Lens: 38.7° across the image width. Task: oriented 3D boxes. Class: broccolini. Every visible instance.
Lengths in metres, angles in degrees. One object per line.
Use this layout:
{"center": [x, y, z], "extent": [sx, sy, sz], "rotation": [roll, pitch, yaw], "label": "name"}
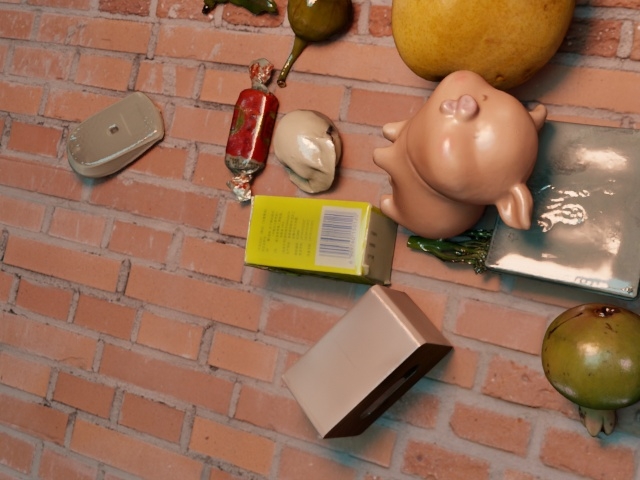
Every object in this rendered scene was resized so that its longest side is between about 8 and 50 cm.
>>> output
{"center": [0.250, 0.014, 1.595], "extent": [0.203, 0.068, 0.091], "rotation": [9, 75, 42], "label": "broccolini"}

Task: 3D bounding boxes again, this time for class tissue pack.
{"center": [0.080, 0.212, 1.581], "extent": [0.246, 0.159, 0.136], "rotation": [-45, 65, 14], "label": "tissue pack"}

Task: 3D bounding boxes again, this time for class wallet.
{"center": [0.419, -0.060, 1.486], "extent": [0.251, 0.054, 0.290], "rotation": [12, 76, 26], "label": "wallet"}

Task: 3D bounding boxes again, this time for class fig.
{"center": [-0.026, -0.401, 1.768], "extent": [0.124, 0.124, 0.236], "rotation": [45, 127, 24], "label": "fig"}

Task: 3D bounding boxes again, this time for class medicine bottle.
{"center": [0.000, 0.000, 1.661], "extent": [0.250, 0.137, 0.141], "rotation": [7, 86, 27], "label": "medicine bottle"}

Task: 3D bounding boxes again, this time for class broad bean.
{"center": [-0.164, -0.495, 1.864], "extent": [0.195, 0.046, 0.061], "rotation": [8, 98, 32], "label": "broad bean"}

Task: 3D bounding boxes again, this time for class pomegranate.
{"center": [0.435, 0.200, 1.400], "extent": [0.179, 0.179, 0.210], "rotation": [-16, 84, 23], "label": "pomegranate"}

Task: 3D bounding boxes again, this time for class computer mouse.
{"center": [-0.438, -0.220, 1.946], "extent": [0.231, 0.079, 0.128], "rotation": [-26, 74, 4], "label": "computer mouse"}

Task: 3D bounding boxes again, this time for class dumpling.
{"center": [-0.030, -0.172, 1.734], "extent": [0.176, 0.092, 0.150], "rotation": [27, 109, 22], "label": "dumpling"}

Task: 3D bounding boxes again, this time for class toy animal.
{"center": [0.221, -0.122, 1.483], "extent": [0.269, 0.326, 0.237], "rotation": [7, 61, 12], "label": "toy animal"}

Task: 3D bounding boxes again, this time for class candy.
{"center": [-0.138, -0.218, 1.804], "extent": [0.086, 0.059, 0.292], "rotation": [12, 88, 24], "label": "candy"}

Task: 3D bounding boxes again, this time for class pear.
{"center": [0.269, -0.401, 1.503], "extent": [0.314, 0.314, 0.314], "rotation": [-4, 81, 26], "label": "pear"}
